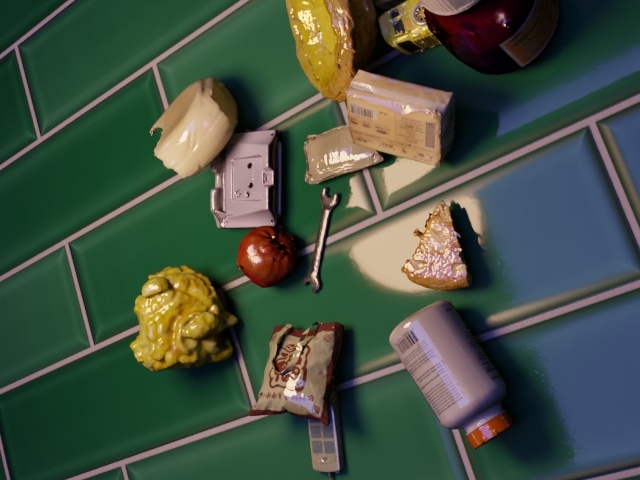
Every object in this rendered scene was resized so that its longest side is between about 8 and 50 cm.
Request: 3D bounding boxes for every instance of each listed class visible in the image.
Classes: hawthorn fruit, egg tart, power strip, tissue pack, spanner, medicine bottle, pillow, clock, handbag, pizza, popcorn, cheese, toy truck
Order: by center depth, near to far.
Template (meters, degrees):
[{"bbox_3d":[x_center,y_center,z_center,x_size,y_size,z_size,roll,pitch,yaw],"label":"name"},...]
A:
[{"bbox_3d":[0.297,-0.472,1.528,0.242,0.395,0.242,-4,83,30],"label":"medicine bottle"},{"bbox_3d":[0.277,0.279,1.653,0.157,0.157,0.288,-41,69,24],"label":"medicine bottle"},{"bbox_3d":[0.171,-0.257,1.700,0.222,0.186,0.090,16,62,19],"label":"tissue pack"},{"bbox_3d":[0.259,0.010,1.725,0.154,0.069,0.194,3,84,32],"label":"pizza"},{"bbox_3d":[0.173,-0.540,1.755,0.157,0.124,0.272,-21,78,29],"label":"toy truck"},{"bbox_3d":[0.035,-0.476,1.784,0.345,0.132,0.345,166,90,-73],"label":"egg tart"},{"bbox_3d":[-0.054,0.304,1.858,0.213,0.127,0.235,-4,64,34],"label":"handbag"},{"bbox_3d":[0.049,-0.209,1.865,0.208,0.053,0.119,-14,79,30],"label":"pillow"},{"bbox_3d":[0.011,0.452,1.887,0.080,0.029,0.227,-10,84,31],"label":"power strip"},{"bbox_3d":[0.000,0.000,1.913,0.054,0.015,0.254,15,96,31],"label":"spanner"},{"bbox_3d":[-0.136,0.048,1.930,0.148,0.148,0.172,59,139,19],"label":"hawthorn fruit"},{"bbox_3d":[-0.180,-0.152,1.988,0.186,0.083,0.253,-1,88,31],"label":"clock"},{"bbox_3d":[-0.313,-0.283,1.991,0.233,0.127,0.266,-39,30,21],"label":"cheese"},{"bbox_3d":[-0.342,0.192,1.996,0.235,0.242,0.250,14,108,47],"label":"popcorn"}]
